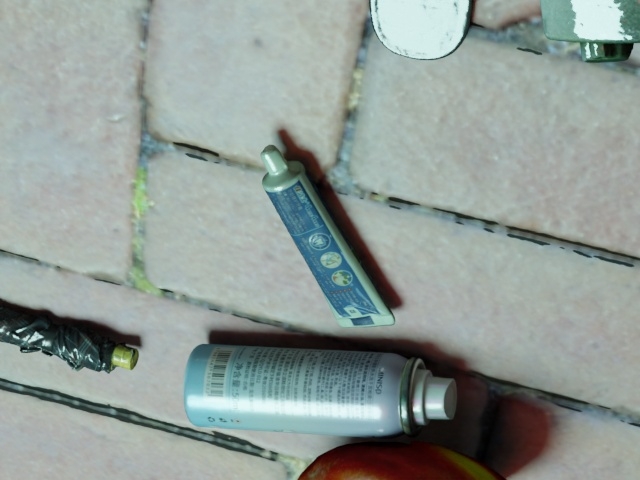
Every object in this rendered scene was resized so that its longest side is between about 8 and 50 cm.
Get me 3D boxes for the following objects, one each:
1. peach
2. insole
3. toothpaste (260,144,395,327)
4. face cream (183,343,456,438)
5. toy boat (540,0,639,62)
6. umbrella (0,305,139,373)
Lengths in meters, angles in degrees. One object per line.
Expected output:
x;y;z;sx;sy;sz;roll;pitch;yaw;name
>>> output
0.059;0.211;1.513;0.189;0.068;0.279;5;167;-36;peach
0.065;-0.254;1.175;0.110;0.012;0.309;8;131;10;insole
0.000;0.000;1.399;0.057;0.034;0.197;-5;131;33;toothpaste
0.001;0.130;1.482;0.229;0.075;0.075;2;130;18;face cream
0.193;-0.260;1.078;0.141;0.092;0.319;0;122;20;toy boat
-0.233;0.091;1.552;0.144;0.037;0.040;14;119;10;umbrella
